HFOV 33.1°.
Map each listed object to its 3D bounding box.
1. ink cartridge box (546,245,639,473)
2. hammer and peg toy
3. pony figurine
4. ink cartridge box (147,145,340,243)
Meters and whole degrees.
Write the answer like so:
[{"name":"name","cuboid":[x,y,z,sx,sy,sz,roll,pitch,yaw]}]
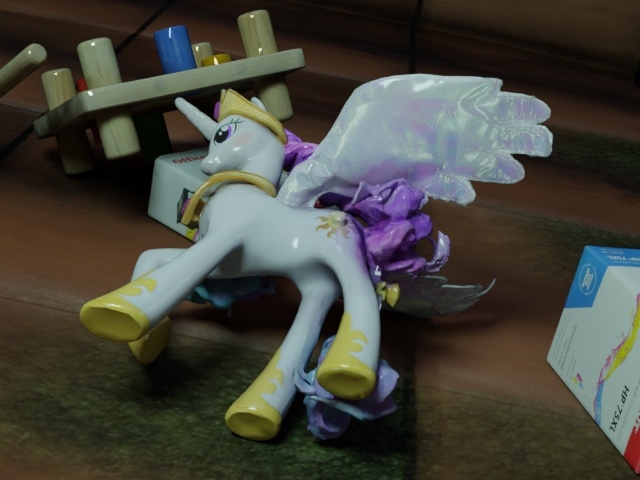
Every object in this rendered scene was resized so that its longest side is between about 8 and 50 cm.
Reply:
[{"name":"ink cartridge box","cuboid":[0.301,0.114,0.962,0.078,0.134,0.231,5,24,-18]},{"name":"hammer and peg toy","cuboid":[-0.220,-0.148,1.186,0.361,0.127,0.266,-16,5,-27]},{"name":"pony figurine","cuboid":[0.000,0.000,0.947,0.351,0.303,0.363,14,42,2]},{"name":"ink cartridge box","cuboid":[-0.085,-0.037,1.191,0.175,0.072,0.127,28,29,32]}]
